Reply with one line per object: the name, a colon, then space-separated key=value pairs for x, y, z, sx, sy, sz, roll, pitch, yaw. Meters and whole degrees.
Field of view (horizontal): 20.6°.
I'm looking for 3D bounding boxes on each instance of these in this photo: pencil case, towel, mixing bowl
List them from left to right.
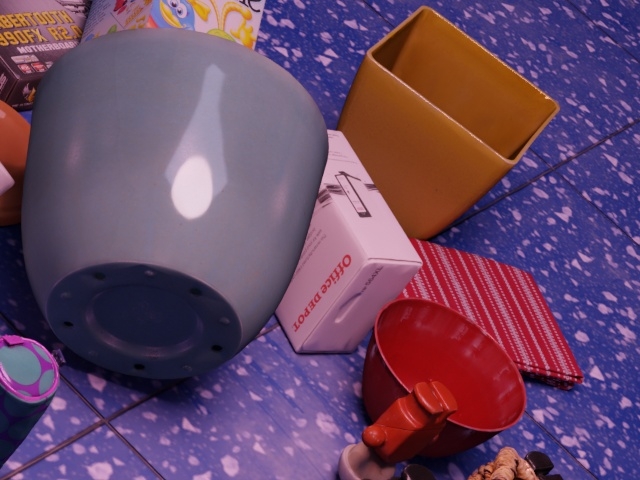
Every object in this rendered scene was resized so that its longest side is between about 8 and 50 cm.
pencil case: x=-0.268 y=0.139 z=1.454 sx=0.064 sy=0.152 sz=0.070 roll=5 pitch=53 yaw=-33
mixing bowl: x=0.110 y=0.156 z=1.821 sx=0.181 sy=0.098 sz=0.181 roll=24 pitch=34 yaw=-18
towel: x=0.164 y=0.076 z=2.038 sx=0.275 sy=0.031 sz=0.199 roll=15 pitch=35 yaw=-31

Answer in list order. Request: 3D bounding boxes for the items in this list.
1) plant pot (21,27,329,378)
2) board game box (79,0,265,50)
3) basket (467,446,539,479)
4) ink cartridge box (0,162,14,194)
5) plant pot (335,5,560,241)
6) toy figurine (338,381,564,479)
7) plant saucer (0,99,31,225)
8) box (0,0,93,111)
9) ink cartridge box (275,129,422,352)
plant pot: x=-0.149 y=-0.014 z=1.656 sx=0.293 sy=0.293 sz=0.235 roll=23 pitch=49 yaw=-18
board game box: x=-0.166 y=-0.219 z=1.930 sx=0.142 sy=0.144 sz=0.275 roll=35 pitch=46 yaw=-29
basket: x=0.198 y=0.333 z=1.429 sx=0.223 sy=0.213 sz=0.299 roll=-36 pitch=91 yaw=-20
ink cartridge box: x=-0.410 y=-0.126 z=1.615 sx=0.353 sy=0.119 sz=0.207 roll=51 pitch=-3 yaw=24
plant pot: x=0.127 y=-0.124 z=2.119 sx=0.212 sy=0.187 sz=0.212 roll=38 pitch=32 yaw=4
toy figurine: x=0.114 y=0.265 z=1.652 sx=0.209 sy=0.148 sz=0.213 roll=33 pitch=30 yaw=-13
plant saucer: x=-0.359 y=-0.096 z=1.786 sx=0.200 sy=0.037 sz=0.200 roll=23 pitch=34 yaw=-17
box: x=-0.315 y=-0.233 z=1.985 sx=0.231 sy=0.056 sz=0.183 roll=-13 pitch=56 yaw=-50
ink cartridge box: x=0.000 y=0.000 z=1.879 sx=0.086 sy=0.148 sz=0.203 roll=5 pitch=44 yaw=-41
